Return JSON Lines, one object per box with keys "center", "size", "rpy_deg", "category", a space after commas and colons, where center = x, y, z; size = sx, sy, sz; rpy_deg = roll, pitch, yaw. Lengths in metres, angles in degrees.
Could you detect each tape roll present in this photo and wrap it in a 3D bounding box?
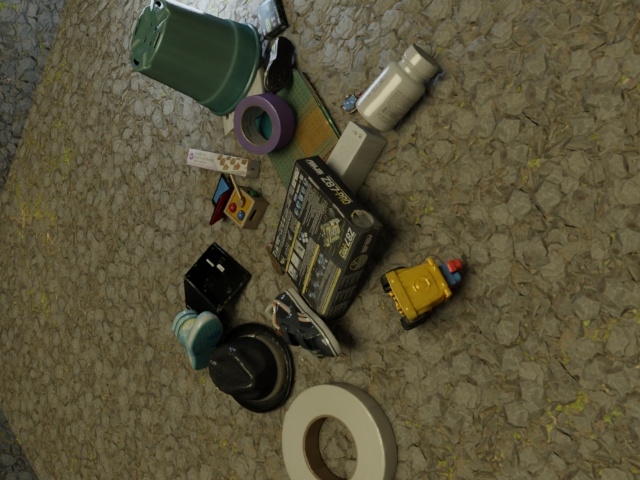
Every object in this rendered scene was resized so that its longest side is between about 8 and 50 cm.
{"center": [0.047, 0.619, 1.883], "size": [0.392, 0.072, 0.391], "rpy_deg": [-2, 87, 38], "category": "tape roll"}
{"center": [-0.184, -0.376, 2.033], "size": [0.189, 0.080, 0.188], "rpy_deg": [12, 113, 30], "category": "tape roll"}

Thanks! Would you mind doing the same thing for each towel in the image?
{"center": [-0.070, -0.333, 2.055], "size": [0.271, 0.040, 0.370], "rpy_deg": [-42, 64, 30], "category": "towel"}

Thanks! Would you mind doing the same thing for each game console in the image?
{"center": [-0.368, -0.146, 2.238], "size": [0.085, 0.124, 0.144], "rpy_deg": [33, 126, 9], "category": "game console"}

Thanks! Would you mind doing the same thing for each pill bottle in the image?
{"center": [0.217, -0.427, 1.766], "size": [0.229, 0.131, 0.131], "rpy_deg": [-47, 61, 27], "category": "pill bottle"}

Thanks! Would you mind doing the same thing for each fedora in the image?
{"center": [-0.257, 0.427, 2.087], "size": [0.334, 0.153, 0.333], "rpy_deg": [-2, 86, 39], "category": "fedora"}

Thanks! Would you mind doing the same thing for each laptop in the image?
{"center": [-0.376, 0.186, 2.287], "size": [0.234, 0.136, 0.264], "rpy_deg": [37, 85, 34], "category": "laptop"}

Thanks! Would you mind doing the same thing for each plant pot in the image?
{"center": [-0.434, -0.636, 2.132], "size": [0.341, 0.334, 0.340], "rpy_deg": [-17, 67, 45], "category": "plant pot"}

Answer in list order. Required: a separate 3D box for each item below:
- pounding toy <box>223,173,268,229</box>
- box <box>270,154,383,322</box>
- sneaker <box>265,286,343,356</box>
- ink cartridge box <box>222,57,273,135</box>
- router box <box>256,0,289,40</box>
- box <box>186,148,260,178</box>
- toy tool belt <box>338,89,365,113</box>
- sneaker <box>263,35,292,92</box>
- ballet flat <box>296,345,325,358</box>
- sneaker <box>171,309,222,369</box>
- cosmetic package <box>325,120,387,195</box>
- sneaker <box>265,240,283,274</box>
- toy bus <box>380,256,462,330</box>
{"center": [-0.264, -0.132, 2.158], "size": [0.130, 0.100, 0.141], "rpy_deg": [40, 112, 33], "category": "pounding toy"}
{"center": [0.000, 0.000, 1.848], "size": [0.318, 0.097, 0.394], "rpy_deg": [52, 142, 31], "category": "box"}
{"center": [-0.056, 0.271, 1.902], "size": [0.128, 0.126, 0.321], "rpy_deg": [-35, 38, -12], "category": "sneaker"}
{"center": [-0.255, -0.491, 2.182], "size": [0.232, 0.066, 0.188], "rpy_deg": [-40, 50, 42], "category": "ink cartridge box"}
{"center": [-0.165, -0.759, 2.153], "size": [0.092, 0.038, 0.122], "rpy_deg": [-26, 72, 36], "category": "router box"}
{"center": [-0.351, -0.277, 2.261], "size": [0.324, 0.067, 0.063], "rpy_deg": [15, 97, 38], "category": "box"}
{"center": [0.096, -0.423, 1.914], "size": [0.083, 0.051, 0.052], "rpy_deg": [-41, 64, 30], "category": "toy tool belt"}
{"center": [-0.147, -0.567, 2.083], "size": [0.097, 0.084, 0.234], "rpy_deg": [-30, 40, 49], "category": "sneaker"}
{"center": [-0.053, 0.320, 1.990], "size": [0.188, 0.070, 0.070], "rpy_deg": [25, 103, 41], "category": "ballet flat"}
{"center": [-0.444, 0.298, 2.199], "size": [0.208, 0.127, 0.319], "rpy_deg": [54, 146, 27], "category": "sneaker"}
{"center": [0.086, -0.227, 1.871], "size": [0.085, 0.117, 0.231], "rpy_deg": [45, 113, 32], "category": "cosmetic package"}
{"center": [-0.133, 0.052, 2.084], "size": [0.042, 0.067, 0.118], "rpy_deg": [7, 124, 46], "category": "sneaker"}
{"center": [0.281, 0.125, 1.671], "size": [0.212, 0.220, 0.149], "rpy_deg": [-28, 74, 0], "category": "toy bus"}
